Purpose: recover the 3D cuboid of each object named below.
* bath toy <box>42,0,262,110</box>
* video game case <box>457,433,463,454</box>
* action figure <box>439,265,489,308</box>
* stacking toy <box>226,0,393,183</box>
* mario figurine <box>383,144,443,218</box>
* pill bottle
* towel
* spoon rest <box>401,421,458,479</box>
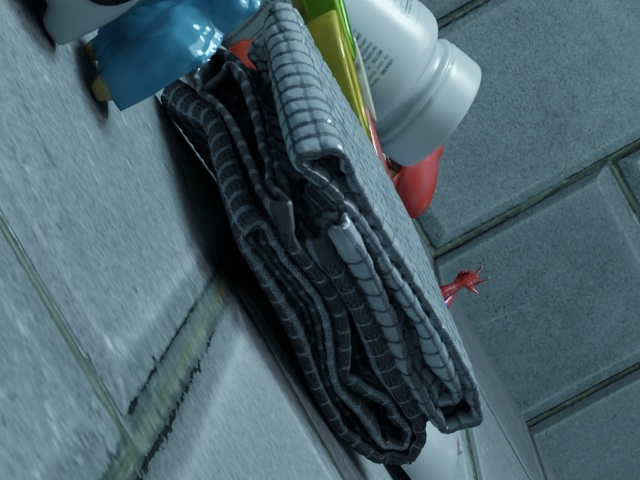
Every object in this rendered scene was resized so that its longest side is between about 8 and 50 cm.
[{"bbox_3d":[-0.159,-0.244,0.989,0.348,0.129,0.151,56,8,-38],"label":"bath toy"},{"bbox_3d":[0.074,0.090,1.905,0.285,0.025,0.204,60,6,-11],"label":"video game case"},{"bbox_3d":[0.143,0.029,2.291,0.091,0.139,0.280,50,15,-57],"label":"action figure"},{"bbox_3d":[-0.022,-0.116,1.534,0.309,0.130,0.279,70,7,-48],"label":"stacking toy"},{"bbox_3d":[0.040,-0.155,2.524,0.320,0.170,0.198,51,41,7],"label":"mario figurine"},{"bbox_3d":[0.018,-0.210,1.762,0.283,0.160,0.160,36,14,-18],"label":"pill bottle"},{"bbox_3d":[0.000,0.000,1.264,0.284,0.121,0.235,59,8,-36],"label":"towel"},{"bbox_3d":[0.107,0.204,1.480,0.276,0.084,0.137,45,10,-19],"label":"spoon rest"}]
